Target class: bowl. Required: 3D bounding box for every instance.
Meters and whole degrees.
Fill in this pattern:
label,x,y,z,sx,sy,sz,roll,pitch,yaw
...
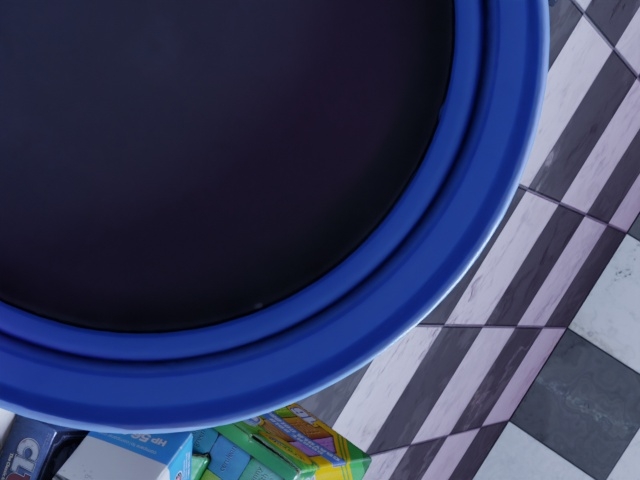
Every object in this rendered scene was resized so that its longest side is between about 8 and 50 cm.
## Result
label,x,y,z,sx,sy,sz,roll,pitch,yaw
bowl,-0.084,-0.093,0.693,0.391,0.391,0.077,-61,-161,12

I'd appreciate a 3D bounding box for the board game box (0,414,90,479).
label,x,y,z,sx,sy,sz,roll,pitch,yaw
board game box,-0.253,0.269,1.210,0.243,0.042,0.165,-67,160,2

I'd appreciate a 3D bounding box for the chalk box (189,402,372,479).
label,x,y,z,sx,sy,sz,roll,pitch,yaw
chalk box,-0.101,0.255,1.397,0.180,0.179,0.289,-60,160,7

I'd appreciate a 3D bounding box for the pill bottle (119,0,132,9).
label,x,y,z,sx,sy,sz,roll,pitch,yaw
pill bottle,-0.166,-0.046,0.824,0.152,0.152,0.272,-10,130,-64

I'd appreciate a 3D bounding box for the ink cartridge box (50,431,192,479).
label,x,y,z,sx,sy,sz,roll,pitch,yaw
ink cartridge box,-0.190,0.261,1.145,0.203,0.086,0.148,-52,156,-49

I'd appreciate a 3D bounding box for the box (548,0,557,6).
label,x,y,z,sx,sy,sz,roll,pitch,yaw
box,0.211,-0.326,1.357,0.156,0.093,0.158,-62,158,15
